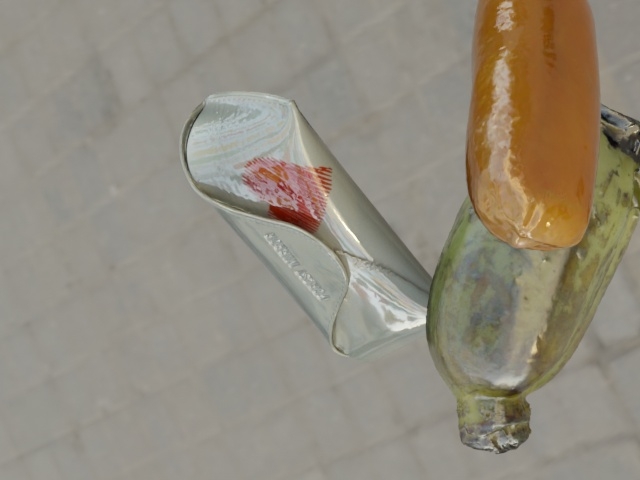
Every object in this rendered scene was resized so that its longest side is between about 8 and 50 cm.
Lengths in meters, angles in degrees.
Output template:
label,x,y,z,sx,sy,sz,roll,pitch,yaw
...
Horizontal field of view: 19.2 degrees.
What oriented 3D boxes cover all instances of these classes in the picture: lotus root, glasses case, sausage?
label,x,y,z,sx,sy,sz,roll,pitch,yaw
lotus root,0.174,0.028,1.603,0.173,0.173,0.309,22,88,42
glasses case,0.002,-0.001,1.684,0.128,0.083,0.308,-12,127,45
sausage,0.147,-0.093,1.300,0.098,0.098,0.238,-47,30,49
